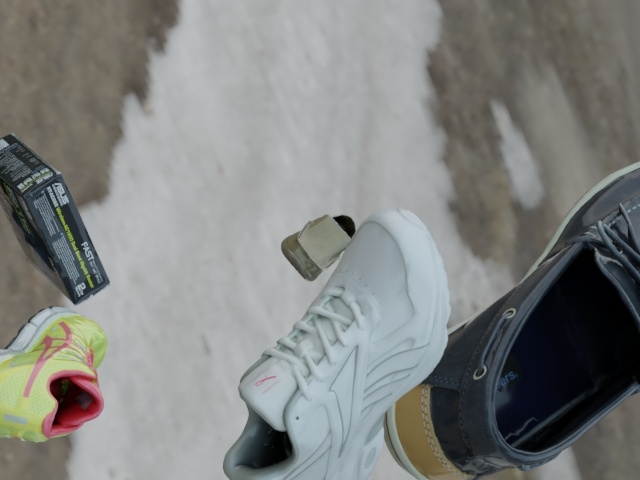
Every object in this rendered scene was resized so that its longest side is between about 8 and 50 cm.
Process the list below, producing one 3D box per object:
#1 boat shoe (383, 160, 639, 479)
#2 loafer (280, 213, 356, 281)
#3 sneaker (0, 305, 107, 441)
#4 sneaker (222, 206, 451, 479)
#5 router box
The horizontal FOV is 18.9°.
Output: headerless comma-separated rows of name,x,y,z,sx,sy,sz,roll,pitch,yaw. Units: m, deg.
boat shoe,0.272,0.071,1.850,0.500,0.156,0.187,-35,104,-32
loafer,0.000,0.000,2.050,0.056,0.050,0.148,48,20,-4
sneaker,-0.203,0.113,1.478,0.208,0.094,0.081,-38,141,-67
sneaker,0.005,0.084,1.274,0.115,0.232,0.090,-1,31,-43
router box,-0.227,-0.017,1.576,0.092,0.038,0.122,35,-27,48
